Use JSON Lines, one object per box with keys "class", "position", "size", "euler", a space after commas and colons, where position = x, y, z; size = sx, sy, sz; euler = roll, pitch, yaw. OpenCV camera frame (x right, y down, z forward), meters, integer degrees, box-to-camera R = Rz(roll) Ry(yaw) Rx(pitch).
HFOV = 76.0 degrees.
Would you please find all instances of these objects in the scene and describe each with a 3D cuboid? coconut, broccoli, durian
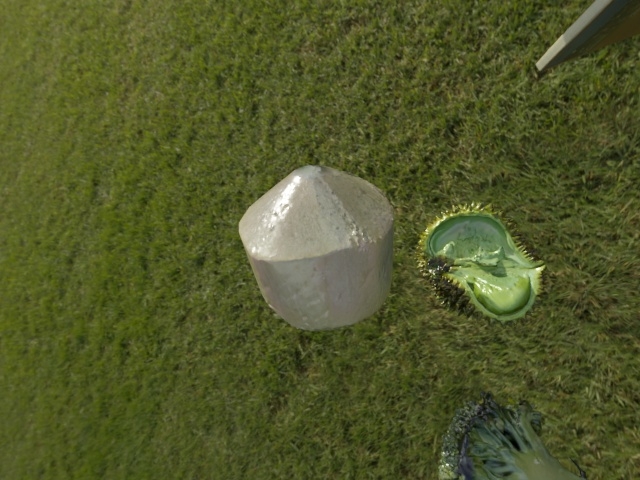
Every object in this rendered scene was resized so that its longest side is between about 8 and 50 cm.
{"class": "coconut", "position": [0.000, 0.000, 0.640], "size": [0.239, 0.239, 0.245], "euler": [19, 137, 33]}
{"class": "broccoli", "position": [0.321, 0.419, 0.739], "size": [0.180, 0.272, 0.243], "euler": [-50, 17, 55]}
{"class": "durian", "position": [0.291, 0.044, 0.765], "size": [0.237, 0.176, 0.200], "euler": [43, 84, 9]}

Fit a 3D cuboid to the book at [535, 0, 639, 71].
{"class": "book", "position": [0.574, -0.423, 0.676], "size": [0.028, 0.373, 0.262], "euler": [62, 161, 10]}
